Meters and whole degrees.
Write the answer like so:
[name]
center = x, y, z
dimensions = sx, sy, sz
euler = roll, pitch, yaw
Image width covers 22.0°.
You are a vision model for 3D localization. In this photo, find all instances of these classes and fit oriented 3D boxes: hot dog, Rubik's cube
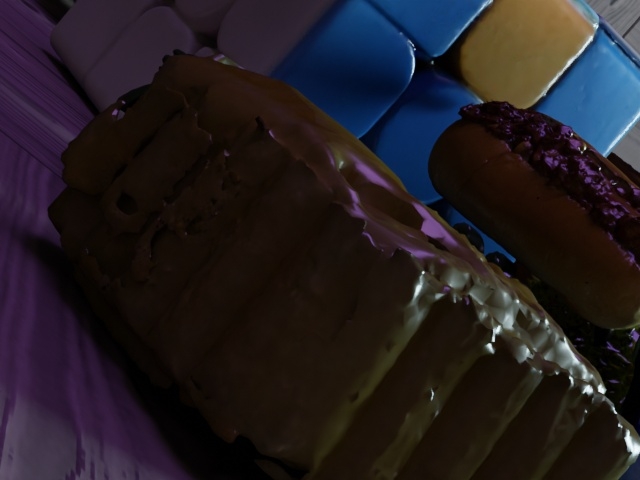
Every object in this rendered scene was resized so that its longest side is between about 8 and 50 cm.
[hot dog]
center = 0.146, -0.030, 1.047
dimensions = 0.249, 0.102, 0.076
euler = -131, -150, -52
[Rubik's cube]
center = 0.021, -0.133, 1.263
dimensions = 0.290, 0.291, 0.291
euler = 35, 7, -38

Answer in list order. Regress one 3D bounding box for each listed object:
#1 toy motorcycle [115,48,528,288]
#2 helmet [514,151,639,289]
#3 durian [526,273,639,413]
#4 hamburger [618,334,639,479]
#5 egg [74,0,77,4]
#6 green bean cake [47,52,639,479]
[toy motorcycle]
center = 0.000, 0.000, 0.968
dimensions = 0.275, 0.127, 0.205
euler = 40, 2, 27
[helmet]
center = 0.287, 0.105, 1.522
dimensions = 0.337, 0.230, 0.385
euler = 43, -3, 1
[durian]
center = 0.178, 0.110, 1.102
dimensions = 0.198, 0.159, 0.146
euler = 46, 17, -11
[hamburger]
center = 0.234, 0.179, 0.946
dimensions = 0.276, 0.150, 0.260
euler = 46, 44, -12
[egg]
center = -0.149, -0.227, 1.568
dimensions = 0.206, 0.162, 0.271
euler = 15, -30, 5
[green bean cake]
center = 0.009, 0.033, 0.739
dimensions = 0.230, 0.131, 0.224
euler = 37, 6, -42
